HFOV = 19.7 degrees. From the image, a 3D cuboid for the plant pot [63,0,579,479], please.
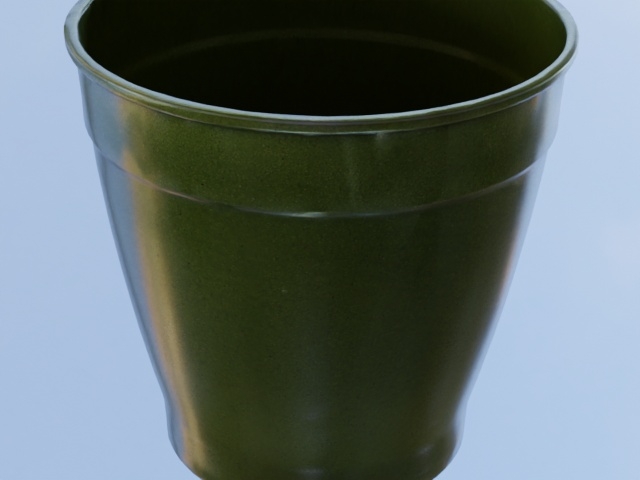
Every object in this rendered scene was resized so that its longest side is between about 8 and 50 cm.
[{"bbox_3d":[0.000,0.000,1.394,0.367,0.366,0.353,-14,-60,-26],"label":"plant pot"}]
